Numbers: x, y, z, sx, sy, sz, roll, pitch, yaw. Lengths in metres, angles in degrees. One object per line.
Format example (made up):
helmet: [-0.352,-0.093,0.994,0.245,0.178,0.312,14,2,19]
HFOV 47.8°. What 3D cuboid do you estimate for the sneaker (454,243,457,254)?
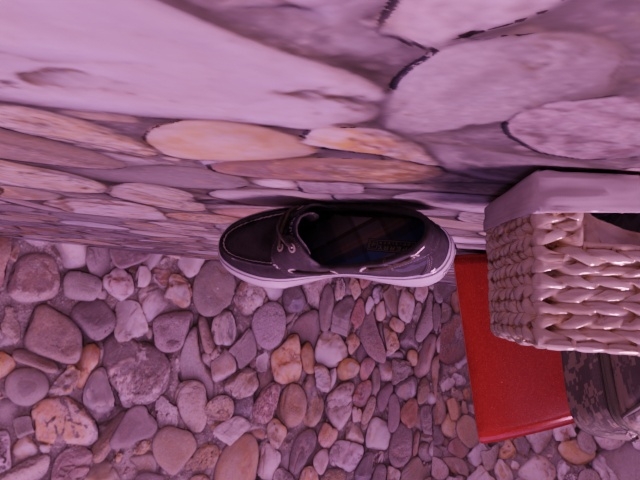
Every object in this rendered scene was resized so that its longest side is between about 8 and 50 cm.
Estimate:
sneaker: [0.150,0.007,0.873,0.036,0.032,0.083,-9,-176,-14]

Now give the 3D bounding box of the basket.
basket: [0.174,0.020,0.477,0.113,0.103,0.167,3,175,3]

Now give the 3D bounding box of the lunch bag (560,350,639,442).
lunch bag: [0.434,0.103,0.759,0.304,0.213,0.256,4,159,-9]

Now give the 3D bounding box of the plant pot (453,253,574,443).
plant pot: [0.364,0.145,1.081,0.235,0.268,0.267,-10,170,26]

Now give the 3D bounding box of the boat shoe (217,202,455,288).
boat shoe: [0.000,0.000,0.633,0.228,0.080,0.076,6,159,26]
